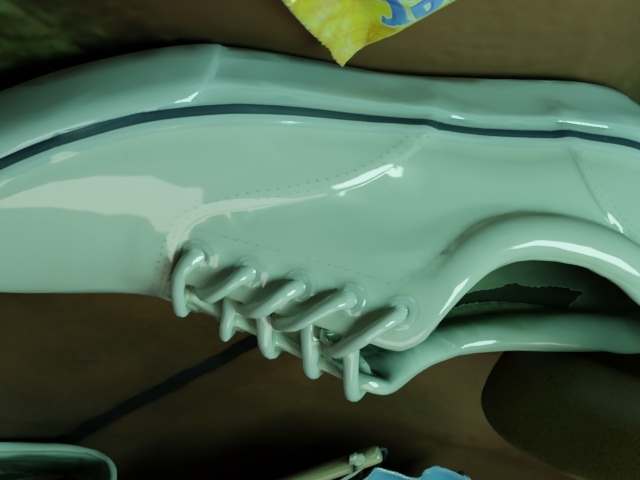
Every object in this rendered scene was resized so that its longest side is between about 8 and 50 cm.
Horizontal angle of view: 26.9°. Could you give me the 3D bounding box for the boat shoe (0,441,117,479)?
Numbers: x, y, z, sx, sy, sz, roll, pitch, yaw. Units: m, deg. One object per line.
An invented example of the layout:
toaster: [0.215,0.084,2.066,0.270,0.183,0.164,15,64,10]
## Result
boat shoe: [-0.195,0.115,0.559,0.226,0.083,0.076,-4,138,-34]

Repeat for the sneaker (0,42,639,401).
sneaker: [0.000,0.000,0.416,0.258,0.091,0.094,-4,147,-13]

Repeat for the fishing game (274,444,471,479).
fishing game: [-0.018,0.135,0.656,0.189,0.041,0.264,-22,160,13]

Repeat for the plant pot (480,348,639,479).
plant pot: [0.177,0.048,0.489,0.236,0.032,0.236,-1,-169,0]

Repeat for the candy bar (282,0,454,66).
candy bar: [0.064,-0.095,0.361,0.161,0.018,0.040,-25,146,21]
